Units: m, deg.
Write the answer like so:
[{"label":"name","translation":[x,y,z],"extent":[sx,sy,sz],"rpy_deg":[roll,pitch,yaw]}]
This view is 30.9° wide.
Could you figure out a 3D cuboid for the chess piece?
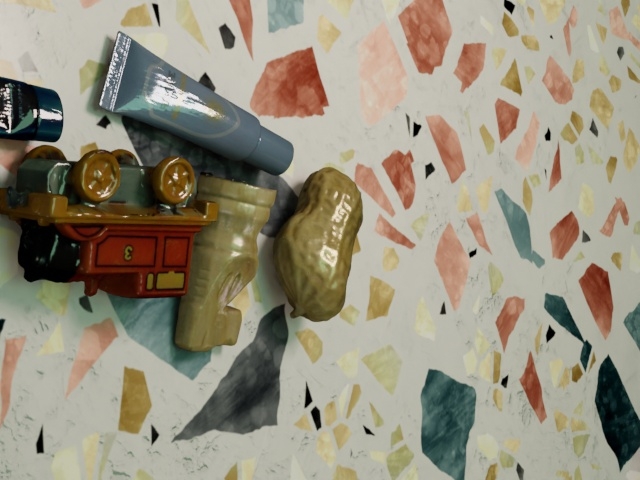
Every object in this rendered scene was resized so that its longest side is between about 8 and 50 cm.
[{"label":"chess piece","translation":[-0.171,0.041,1.964],"extent":[0.137,0.137,0.301],"rpy_deg":[14,89,-47]}]

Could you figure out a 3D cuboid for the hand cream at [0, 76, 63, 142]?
[{"label":"hand cream","translation":[-0.497,-0.195,1.650],"extent":[0.270,0.061,0.120],"rpy_deg":[5,67,-42]}]

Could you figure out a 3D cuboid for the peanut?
[{"label":"peanut","translation":[-0.005,-0.001,2.117],"extent":[0.159,0.143,0.291],"rpy_deg":[41,55,-50]}]

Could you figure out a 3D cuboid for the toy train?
[{"label":"toy train","translation":[-0.314,-0.025,1.770],"extent":[0.369,0.163,0.231],"rpy_deg":[0,95,-48]}]

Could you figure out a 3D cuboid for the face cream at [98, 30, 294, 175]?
[{"label":"face cream","translation":[-0.203,-0.211,1.964],"extent":[0.385,0.086,0.135],"rpy_deg":[26,68,-39]}]
